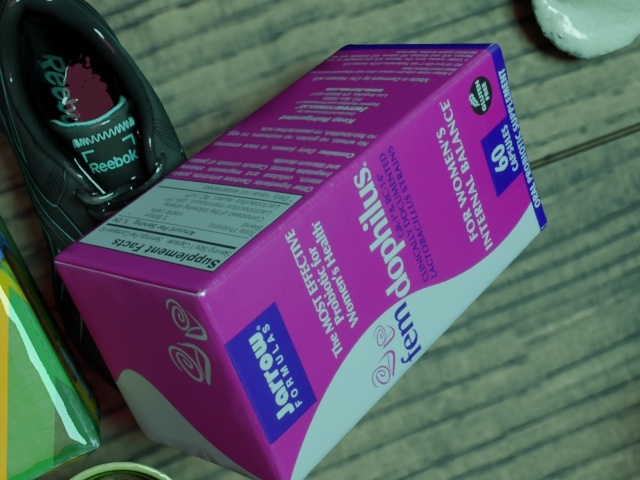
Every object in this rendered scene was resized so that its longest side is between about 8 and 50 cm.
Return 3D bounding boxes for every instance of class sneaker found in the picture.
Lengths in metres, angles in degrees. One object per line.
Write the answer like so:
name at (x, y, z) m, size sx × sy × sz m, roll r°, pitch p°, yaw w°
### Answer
sneaker at (-0.110, -0.013, 0.569) m, size 0.101 × 0.106 × 0.267 m, roll -28°, pitch 94°, yaw -12°

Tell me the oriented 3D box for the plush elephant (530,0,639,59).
plush elephant at (0.175, -0.250, 0.571) m, size 0.255 × 0.330 × 0.272 m, roll -41°, pitch 94°, yaw 13°

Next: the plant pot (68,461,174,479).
plant pot at (-0.107, 0.154, 0.572) m, size 0.083 × 0.079 × 0.083 m, roll 0°, pitch 88°, yaw -10°

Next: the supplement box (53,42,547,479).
supplement box at (0.000, 0.000, 0.530) m, size 0.220 × 0.114 × 0.111 m, roll -41°, pitch 123°, yaw -32°

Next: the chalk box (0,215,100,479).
chalk box at (-0.245, 0.001, 0.504) m, size 0.179 × 0.180 × 0.289 m, roll -26°, pitch 93°, yaw -11°
